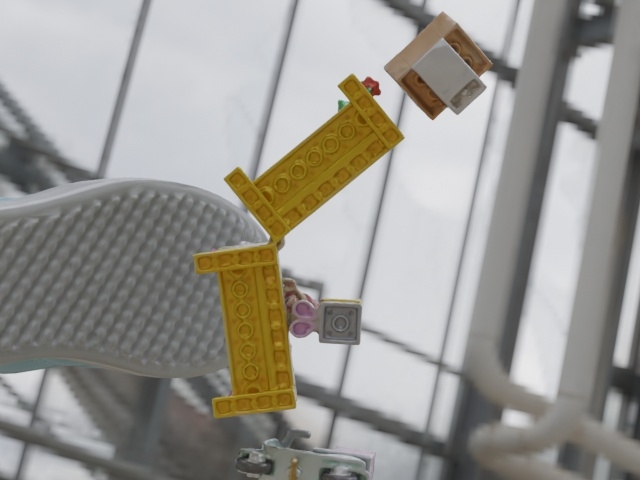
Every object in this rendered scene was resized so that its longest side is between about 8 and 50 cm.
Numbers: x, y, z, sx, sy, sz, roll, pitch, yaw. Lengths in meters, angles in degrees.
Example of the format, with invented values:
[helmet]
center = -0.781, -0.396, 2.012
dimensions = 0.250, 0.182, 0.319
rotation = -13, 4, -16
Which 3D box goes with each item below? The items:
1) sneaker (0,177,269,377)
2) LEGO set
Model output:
[sneaker]
center = -0.195, 0.023, 1.246
dimensions = 0.366, 0.135, 0.150
rotation = 3, 1, -43
[LEGO set]
center = 0.000, 0.000, 1.113
dimensions = 0.132, 0.287, 0.107
rotation = 15, 4, 0
